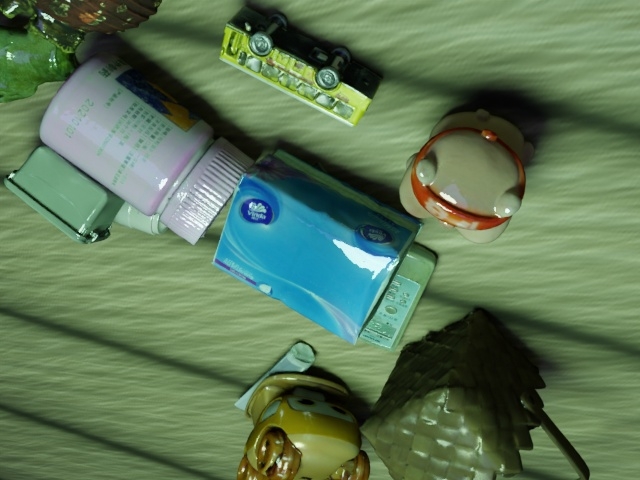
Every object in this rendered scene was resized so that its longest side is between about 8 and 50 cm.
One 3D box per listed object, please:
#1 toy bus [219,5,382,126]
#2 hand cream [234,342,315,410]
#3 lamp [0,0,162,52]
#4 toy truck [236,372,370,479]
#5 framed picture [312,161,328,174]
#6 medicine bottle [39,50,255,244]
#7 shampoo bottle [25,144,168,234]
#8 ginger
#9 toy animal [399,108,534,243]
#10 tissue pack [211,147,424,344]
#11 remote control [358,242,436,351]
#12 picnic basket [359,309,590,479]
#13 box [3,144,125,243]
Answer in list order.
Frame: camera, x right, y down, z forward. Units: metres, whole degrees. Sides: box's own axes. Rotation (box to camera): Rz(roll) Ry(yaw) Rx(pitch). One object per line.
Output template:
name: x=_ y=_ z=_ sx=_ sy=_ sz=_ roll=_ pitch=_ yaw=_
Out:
toy bus: x=-0.027 y=-0.251 z=1.003 sx=0.226 sy=0.081 sz=0.074 roll=26 pitch=134 yaw=-3
hand cream: x=-0.093 y=0.289 z=1.431 sx=0.079 sy=0.048 sz=0.255 roll=25 pitch=131 yaw=-15
lamp: x=-0.321 y=-0.370 z=0.925 sx=0.247 sy=0.247 sz=0.246 roll=10 pitch=127 yaw=14
toy truck: x=-0.042 y=0.391 z=1.356 sx=0.204 sy=0.211 sz=0.288 roll=17 pitch=139 yaw=-18
framed picture: x=0.000 y=0.000 z=1.187 sx=0.173 sy=0.010 sz=0.231 roll=-29 pitch=100 yaw=35
medicine bottle: x=-0.265 y=-0.141 z=1.104 sx=0.291 sy=0.178 sz=0.178 roll=35 pitch=129 yaw=-7
shampoo bottle: x=-0.366 y=-0.080 z=1.242 sx=0.303 sy=0.092 sz=0.092 roll=19 pitch=129 yaw=6
ginger: x=-0.530 y=-0.283 z=1.140 sx=0.290 sy=0.089 sz=0.137 roll=-15 pitch=153 yaw=21
toy animal: x=0.201 y=-0.088 z=0.953 sx=0.171 sy=0.197 sz=0.171 roll=10 pitch=122 yaw=16
tissue pack: x=-0.010 y=0.009 z=1.099 sx=0.264 sy=0.146 sz=0.198 roll=30 pitch=125 yaw=10
remote control: x=0.120 y=0.097 z=1.220 sx=0.098 sy=0.038 sz=0.233 roll=23 pitch=130 yaw=6
picnic basket: x=0.254 y=0.319 z=1.167 sx=0.254 sy=0.291 sz=0.321 roll=-33 pitch=99 yaw=35
box: x=-0.404 y=-0.081 z=1.144 sx=0.172 sy=0.124 sz=0.092 roll=38 pitch=97 yaw=0
